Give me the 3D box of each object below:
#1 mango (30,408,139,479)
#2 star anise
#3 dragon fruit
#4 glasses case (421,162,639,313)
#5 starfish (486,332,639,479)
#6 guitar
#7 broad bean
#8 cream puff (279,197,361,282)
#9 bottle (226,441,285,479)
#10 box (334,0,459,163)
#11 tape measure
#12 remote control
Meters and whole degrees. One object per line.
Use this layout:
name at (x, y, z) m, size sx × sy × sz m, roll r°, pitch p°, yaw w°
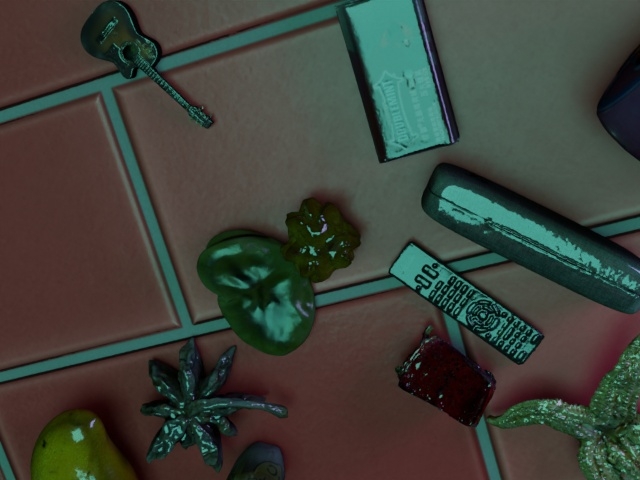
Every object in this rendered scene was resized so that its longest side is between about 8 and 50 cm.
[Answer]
mango at (-0.373, 0.399, 1.399) m, size 0.177 × 0.120 × 0.295 m, roll -4°, pitch 102°, yaw 18°
star anise at (-0.177, 0.255, 1.337) m, size 0.231 × 0.089 × 0.209 m, roll -24°, pitch 90°, yaw 13°
dragon fruit at (0.196, 0.208, 1.273) m, size 0.147 × 0.096 × 0.102 m, roll 37°, pitch 99°, yaw 31°
glasses case at (0.290, -0.006, 1.171) m, size 0.323 × 0.131 × 0.074 m, roll 26°, pitch 104°, yaw 2°
starfish at (0.448, 0.284, 1.248) m, size 0.301 × 0.084 × 0.293 m, roll -39°, pitch 99°, yaw 20°
guitar at (-0.244, -0.246, 1.255) m, size 0.233 × 0.025 × 0.088 m, roll 43°, pitch 107°, yaw -4°
broad bean at (-0.091, 0.073, 1.297) m, size 0.153 × 0.072 × 0.207 m, roll -36°, pitch 107°, yaw 17°
cream puff at (0.000, 0.000, 1.237) m, size 0.116 × 0.094 × 0.122 m, roll 1°, pitch 88°, yaw -3°
bottle at (-0.110, 0.388, 1.270) m, size 0.083 × 0.270 × 0.083 m, roll 2°, pitch 106°, yaw 8°
box at (0.106, -0.227, 1.180) m, size 0.120 × 0.069 × 0.224 m, roll -13°, pitch 103°, yaw 13°
tape measure at (0.459, -0.198, 1.045) m, size 0.149 × 0.231 × 0.245 m, roll 41°, pitch 111°, yaw -2°
remote control at (0.213, 0.091, 1.266) m, size 0.245 × 0.025 × 0.063 m, roll 36°, pitch 106°, yaw 0°
